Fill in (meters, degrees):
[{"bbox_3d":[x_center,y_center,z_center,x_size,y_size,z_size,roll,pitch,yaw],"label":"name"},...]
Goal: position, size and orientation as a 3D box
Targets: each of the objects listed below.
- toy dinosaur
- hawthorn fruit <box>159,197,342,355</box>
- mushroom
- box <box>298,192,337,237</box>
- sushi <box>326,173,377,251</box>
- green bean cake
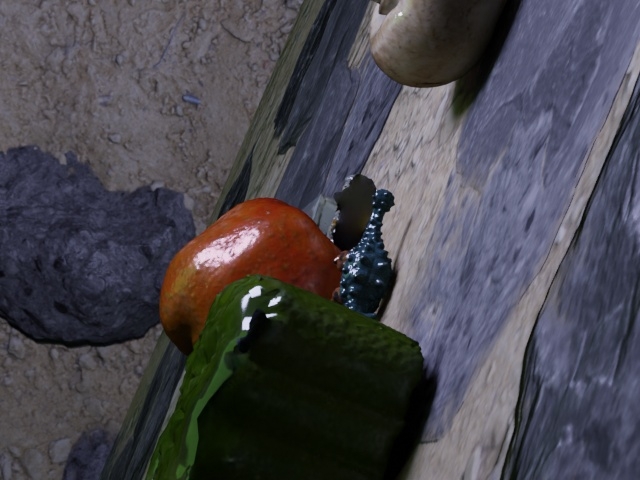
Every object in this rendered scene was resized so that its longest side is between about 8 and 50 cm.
[{"bbox_3d":[0.038,0.025,1.535,0.055,0.049,0.154,124,161,-65],"label":"toy dinosaur"},{"bbox_3d":[-0.059,0.051,1.685,0.189,0.189,0.189,-157,90,-82],"label":"hawthorn fruit"},{"bbox_3d":[0.095,-0.213,1.547,0.166,0.127,0.166,-155,90,-89],"label":"mushroom"},{"bbox_3d":[0.000,0.000,1.834,0.063,0.060,0.085,-48,19,53],"label":"box"},{"bbox_3d":[0.025,-0.025,1.779,0.083,0.044,0.046,-67,9,-13],"label":"sushi"},{"bbox_3d":[-0.042,0.160,1.327,0.247,0.156,0.250,177,115,-83],"label":"green bean cake"}]
